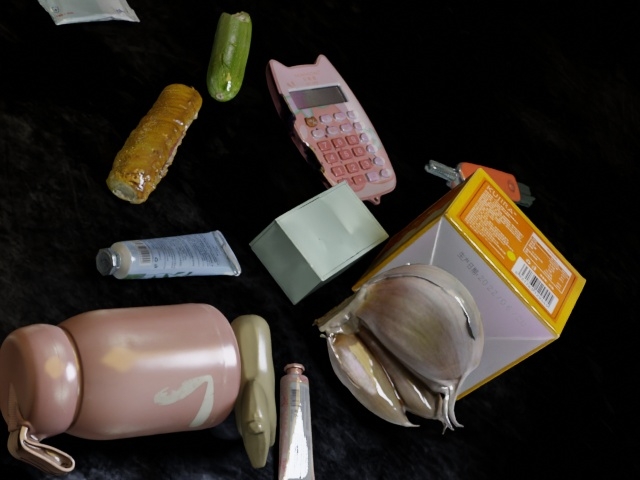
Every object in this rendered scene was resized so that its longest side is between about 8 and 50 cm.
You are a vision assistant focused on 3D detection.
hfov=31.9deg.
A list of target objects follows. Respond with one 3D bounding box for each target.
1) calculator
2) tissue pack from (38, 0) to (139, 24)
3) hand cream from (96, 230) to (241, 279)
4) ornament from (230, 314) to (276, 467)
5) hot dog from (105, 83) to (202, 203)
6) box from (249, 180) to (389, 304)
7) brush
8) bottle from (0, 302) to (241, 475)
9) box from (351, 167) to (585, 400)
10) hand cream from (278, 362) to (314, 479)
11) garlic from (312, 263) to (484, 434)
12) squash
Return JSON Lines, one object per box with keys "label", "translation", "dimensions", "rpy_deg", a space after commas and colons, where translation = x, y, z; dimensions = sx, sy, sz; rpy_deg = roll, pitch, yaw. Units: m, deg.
{"label": "calculator", "translation": [0.023, -0.205, 2.133], "dimensions": [0.220, 0.048, 0.330], "rpy_deg": [-15, 71, -49]}
{"label": "tissue pack", "translation": [-0.411, -0.419, 1.913], "dimensions": [0.193, 0.026, 0.123], "rpy_deg": [-16, 70, -49]}
{"label": "hand cream", "translation": [-0.227, 0.025, 1.707], "dimensions": [0.256, 0.055, 0.088], "rpy_deg": [-6, 56, -48]}
{"label": "ornament", "translation": [-0.093, 0.215, 1.567], "dimensions": [0.061, 0.245, 0.230], "rpy_deg": [-5, 67, -2]}
{"label": "hot dog", "translation": [-0.264, -0.167, 1.818], "dimensions": [0.083, 0.068, 0.289], "rpy_deg": [32, 43, -10]}
{"label": "box", "translation": [0.000, 0.000, 1.914], "dimensions": [0.129, 0.086, 0.225], "rpy_deg": [52, 39, 5]}
{"label": "brush", "translation": [0.334, -0.122, 2.359], "dimensions": [0.323, 0.051, 0.070], "rpy_deg": [15, 57, -39]}
{"label": "bottle", "translation": [-0.263, 0.188, 1.449], "dimensions": [0.296, 0.173, 0.207], "rpy_deg": [0, 74, -38]}
{"label": "box", "translation": [0.262, 0.074, 1.964], "dimensions": [0.283, 0.259, 0.214], "rpy_deg": [48, 40, -3]}
{"label": "hand cream", "translation": [-0.037, 0.287, 1.688], "dimensions": [0.067, 0.043, 0.210], "rpy_deg": [19, 53, -29]}
{"label": "garlic", "translation": [0.140, 0.163, 1.794], "dimensions": [0.292, 0.210, 0.237], "rpy_deg": [35, 73, 6]}
{"label": "squash", "translation": [-0.166, -0.345, 2.051], "dimensions": [0.069, 0.069, 0.239], "rpy_deg": [28, 44, -24]}
